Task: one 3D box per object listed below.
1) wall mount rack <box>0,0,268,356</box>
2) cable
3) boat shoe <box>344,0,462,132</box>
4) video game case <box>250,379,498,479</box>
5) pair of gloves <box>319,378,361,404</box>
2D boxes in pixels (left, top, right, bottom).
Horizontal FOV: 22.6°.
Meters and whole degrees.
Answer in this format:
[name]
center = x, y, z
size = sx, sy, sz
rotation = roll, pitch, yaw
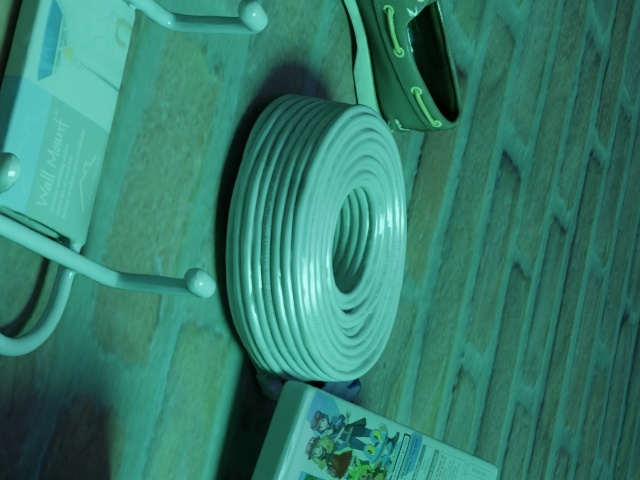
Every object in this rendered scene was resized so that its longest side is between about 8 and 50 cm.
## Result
[wall mount rack]
center = -0.145, -0.102, 1.014
size = 0.304, 0.130, 0.350
rotation = 36, 62, -64
[cable]
center = 0.000, 0.000, 1.426
size = 0.257, 0.089, 0.257
rotation = 62, 41, -53
[boat shoe]
center = 0.076, -0.236, 1.541
size = 0.109, 0.091, 0.305
rotation = -58, 146, -45
[video game case]
center = 0.019, 0.321, 1.450
size = 0.300, 0.036, 0.329
rotation = 28, 78, -45
[pair of gloves]
center = 0.012, 0.194, 1.586
size = 0.159, 0.023, 0.198
rotation = -44, 138, -58
